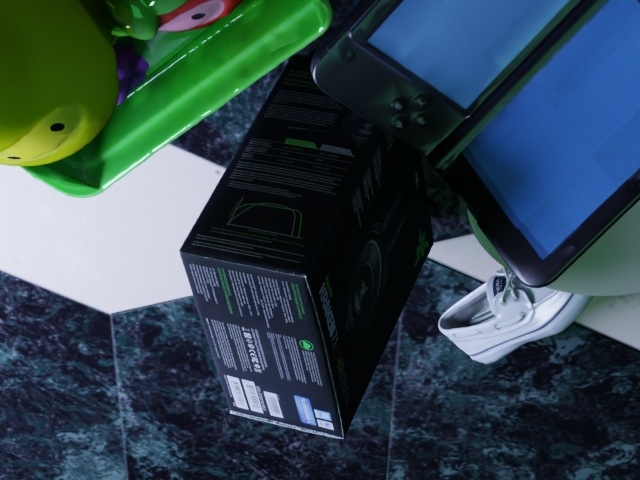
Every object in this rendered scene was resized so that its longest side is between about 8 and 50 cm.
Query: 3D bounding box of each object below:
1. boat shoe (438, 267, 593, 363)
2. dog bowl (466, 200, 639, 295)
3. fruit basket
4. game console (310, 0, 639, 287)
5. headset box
[{"bbox_3d":[0.209,0.065,1.936,0.075,0.083,0.226,26,137,-21],"label":"boat shoe"},{"bbox_3d":[0.272,-0.067,1.760,0.264,0.104,0.265,4,139,4],"label":"dog bowl"},{"bbox_3d":[-0.205,-0.164,1.531,0.283,0.392,0.392,35,132,-28],"label":"fruit basket"},{"bbox_3d":[0.178,-0.148,1.570,0.250,0.173,0.293,30,115,-29],"label":"game console"},{"bbox_3d":[0.000,0.000,1.759,0.131,0.283,0.246,11,140,21],"label":"headset box"}]
